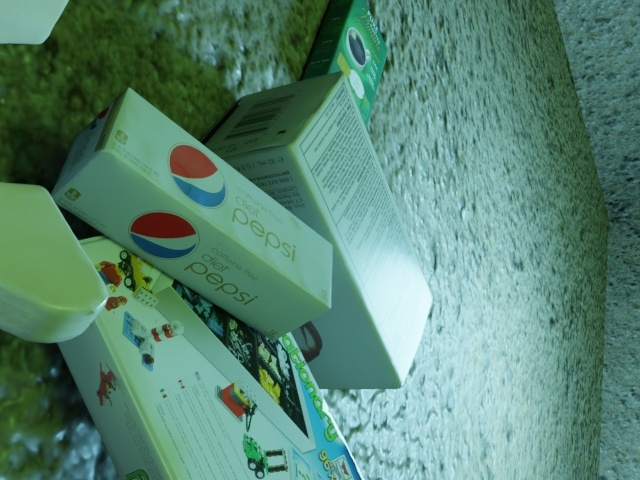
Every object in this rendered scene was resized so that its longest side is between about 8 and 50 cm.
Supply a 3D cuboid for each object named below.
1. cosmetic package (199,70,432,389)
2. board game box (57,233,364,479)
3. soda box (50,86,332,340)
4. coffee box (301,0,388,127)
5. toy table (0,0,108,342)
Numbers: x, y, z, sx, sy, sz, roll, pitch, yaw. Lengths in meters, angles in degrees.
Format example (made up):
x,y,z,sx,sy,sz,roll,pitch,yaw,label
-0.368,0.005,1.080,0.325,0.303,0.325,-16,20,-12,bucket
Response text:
x,y,z,sx,sy,sz,roll,pitch,yaw,label
0.000,0.000,0.733,0.296,0.129,0.153,65,34,-28,cosmetic package
-0.076,0.131,0.553,0.193,0.053,0.305,-17,79,-59,board game box
-0.087,-0.012,0.540,0.216,0.069,0.074,37,36,-30,soda box
0.036,-0.227,0.923,0.113,0.040,0.184,52,43,-43,coffee box
-0.211,-0.051,0.289,0.161,0.252,0.274,-9,71,-55,toy table
